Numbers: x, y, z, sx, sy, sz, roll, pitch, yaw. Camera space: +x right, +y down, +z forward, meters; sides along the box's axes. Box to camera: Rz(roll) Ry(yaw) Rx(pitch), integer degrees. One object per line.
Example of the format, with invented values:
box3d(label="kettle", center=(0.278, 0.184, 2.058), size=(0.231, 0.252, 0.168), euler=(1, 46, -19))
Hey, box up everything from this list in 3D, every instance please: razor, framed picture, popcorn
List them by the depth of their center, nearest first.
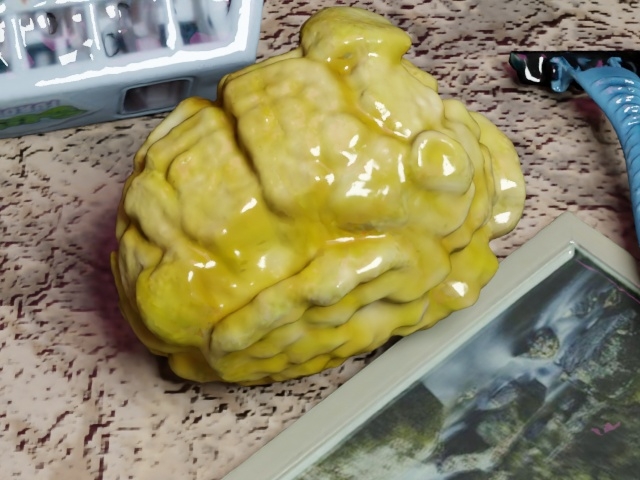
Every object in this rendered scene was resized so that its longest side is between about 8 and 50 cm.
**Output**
box3d(label="framed picture", center=(0.094, 0.133, 0.804), size=(0.324, 0.020, 0.240), euler=(-34, 58, -29))
box3d(label="popcorn", center=(0.000, -0.013, 0.834), size=(0.194, 0.163, 0.140), euler=(-11, 50, -13))
box3d(label="razor", center=(0.164, -0.028, 0.918), size=(0.082, 0.042, 0.253), euler=(0, 42, -11))

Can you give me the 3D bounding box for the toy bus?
box3d(label="toy bus", center=(-0.185, -0.123, 0.952), size=(0.329, 0.109, 0.136), euler=(-10, 76, -11))
